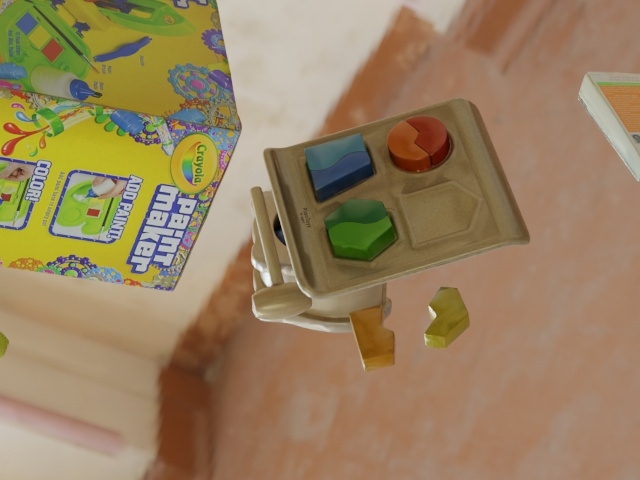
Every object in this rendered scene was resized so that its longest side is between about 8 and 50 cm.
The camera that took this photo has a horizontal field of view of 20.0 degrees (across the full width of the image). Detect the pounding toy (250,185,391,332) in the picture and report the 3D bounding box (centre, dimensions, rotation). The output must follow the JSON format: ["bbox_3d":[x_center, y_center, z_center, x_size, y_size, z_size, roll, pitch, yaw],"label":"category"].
[{"bbox_3d":[0.000,0.000,1.995,0.269,0.154,0.155,-95,5,-60],"label":"pounding toy"}]

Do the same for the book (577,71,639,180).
[{"bbox_3d":[0.340,-0.119,1.868,0.144,0.096,0.035,-115,30,-44],"label":"book"}]

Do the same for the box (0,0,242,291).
[{"bbox_3d":[-0.231,-0.139,1.402,0.290,0.279,0.177,-102,29,-45],"label":"box"}]

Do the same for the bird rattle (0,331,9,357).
[{"bbox_3d":[-0.413,0.077,1.895,0.207,0.143,0.253,-95,3,-49],"label":"bird rattle"}]

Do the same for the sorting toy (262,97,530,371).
[{"bbox_3d":[0.080,-0.017,1.753,0.041,0.229,0.307,80,175,-46],"label":"sorting toy"}]
